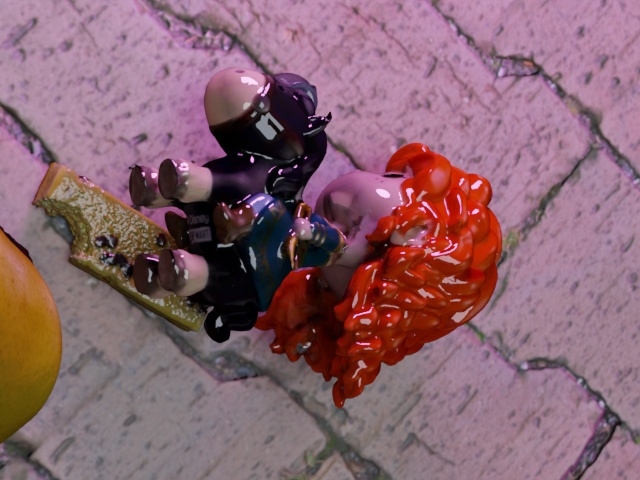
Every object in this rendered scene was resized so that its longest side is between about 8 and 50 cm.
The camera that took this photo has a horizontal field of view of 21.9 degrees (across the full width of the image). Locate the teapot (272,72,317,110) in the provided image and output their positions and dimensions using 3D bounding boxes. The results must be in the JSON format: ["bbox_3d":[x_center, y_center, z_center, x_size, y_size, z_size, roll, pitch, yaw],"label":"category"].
[{"bbox_3d":[-0.039,-0.148,1.838,0.088,0.057,0.066,-40,105,-17],"label":"teapot"}]

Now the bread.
[{"bbox_3d":[-0.209,0.009,1.775,0.226,0.049,0.088,32,80,-20],"label":"bread"}]

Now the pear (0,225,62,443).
[{"bbox_3d":[-0.416,0.123,1.544,0.386,0.191,0.340,3,120,-34],"label":"pear"}]

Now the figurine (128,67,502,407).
[{"bbox_3d":[-0.008,-0.009,1.754,0.411,0.241,0.306,30,56,-21],"label":"figurine"}]
